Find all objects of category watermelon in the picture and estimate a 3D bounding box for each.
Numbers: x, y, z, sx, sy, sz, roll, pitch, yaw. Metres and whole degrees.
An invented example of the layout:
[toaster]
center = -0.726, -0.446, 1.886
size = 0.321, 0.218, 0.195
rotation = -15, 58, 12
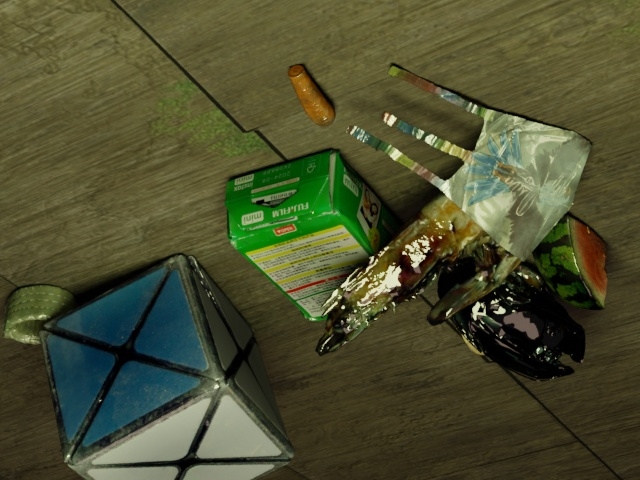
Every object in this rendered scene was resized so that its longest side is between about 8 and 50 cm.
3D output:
[watermelon]
center = 0.349, 0.017, 1.833
size = 0.094, 0.125, 0.135
rotation = -23, 129, -16

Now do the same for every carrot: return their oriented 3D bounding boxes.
[carrot]
center = -0.011, -0.168, 1.597
size = 0.032, 0.032, 0.093
rotation = -13, 140, 20

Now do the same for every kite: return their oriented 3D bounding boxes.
[kite]
center = 0.188, -0.111, 1.632
size = 0.310, 0.015, 0.169
rotation = 31, 97, -25

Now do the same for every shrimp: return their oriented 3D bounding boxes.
[shrimp]
center = 0.153, 0.046, 1.752
size = 0.365, 0.071, 0.233
rotation = -42, 141, 3

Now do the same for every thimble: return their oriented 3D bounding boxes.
[thimble]
center = -0.413, 0.110, 1.990
size = 0.109, 0.062, 0.084
rotation = -9, 143, 12

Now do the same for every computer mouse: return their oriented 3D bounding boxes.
[computer mouse]
center = 0.264, 0.116, 1.898
size = 0.241, 0.077, 0.146
rotation = 33, 125, -6

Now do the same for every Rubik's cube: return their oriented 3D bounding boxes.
[Rubik's cube]
center = -0.215, 0.219, 1.928
size = 0.260, 0.259, 0.255
rotation = -26, 141, 9

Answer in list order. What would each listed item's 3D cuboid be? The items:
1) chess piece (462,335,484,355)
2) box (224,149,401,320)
[chess piece]
center = 0.269, 0.114, 1.978
size = 0.066, 0.066, 0.122
rotation = 28, 132, -33
[box]
center = 0.000, 0.000, 1.781
size = 0.180, 0.103, 0.250
rotation = -15, 144, 22
